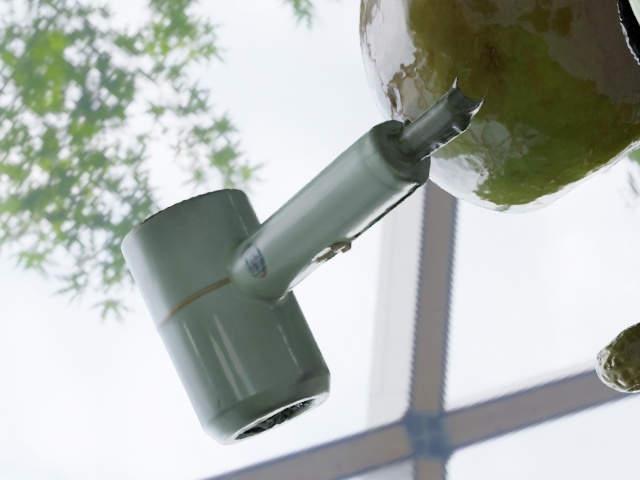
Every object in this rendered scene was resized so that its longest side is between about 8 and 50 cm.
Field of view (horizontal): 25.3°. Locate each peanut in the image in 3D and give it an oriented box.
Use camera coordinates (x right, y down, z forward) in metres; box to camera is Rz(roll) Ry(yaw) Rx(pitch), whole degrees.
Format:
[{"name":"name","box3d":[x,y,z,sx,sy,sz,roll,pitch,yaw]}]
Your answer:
[{"name":"peanut","box3d":[0.248,0.080,1.002,0.054,0.113,0.054,38,-134,-54]}]

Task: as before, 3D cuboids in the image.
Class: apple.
[{"name":"apple","box3d":[0.209,-0.192,1.341,0.338,0.338,0.305,-14,-99,-39]}]

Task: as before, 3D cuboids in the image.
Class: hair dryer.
[{"name":"hair dryer","box3d":[0.000,0.000,0.979,0.107,0.357,0.173,-15,-108,-43]}]

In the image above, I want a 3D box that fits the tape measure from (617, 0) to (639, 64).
[{"name":"tape measure","box3d":[0.209,-0.141,0.594,0.112,0.186,0.199,3,-158,-34]}]
